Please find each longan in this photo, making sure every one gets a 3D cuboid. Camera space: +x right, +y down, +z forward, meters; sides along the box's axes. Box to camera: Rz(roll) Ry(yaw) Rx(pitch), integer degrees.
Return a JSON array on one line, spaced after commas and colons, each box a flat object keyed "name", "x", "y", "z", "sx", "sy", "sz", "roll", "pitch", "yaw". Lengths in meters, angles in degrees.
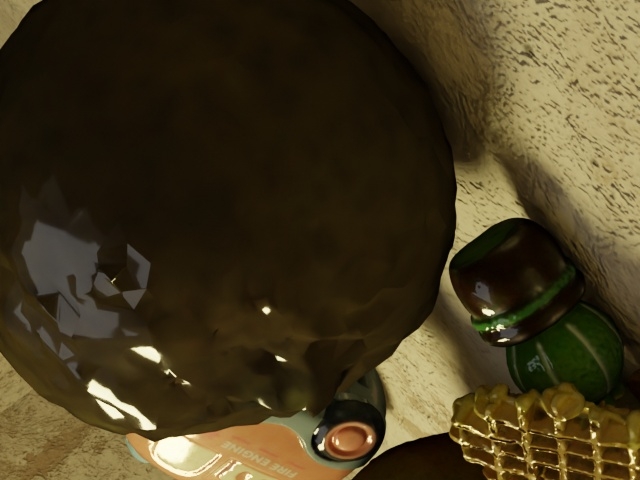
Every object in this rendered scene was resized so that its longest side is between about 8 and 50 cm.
[{"name": "longan", "x": -0.090, "y": -0.029, "z": 1.194, "sx": 0.391, "sy": 0.391, "sz": 0.391, "roll": 49, "pitch": 165, "yaw": 18}]

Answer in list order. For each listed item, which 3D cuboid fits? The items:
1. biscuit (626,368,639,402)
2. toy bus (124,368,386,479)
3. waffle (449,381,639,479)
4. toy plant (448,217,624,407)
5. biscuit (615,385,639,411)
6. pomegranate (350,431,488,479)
[{"name": "biscuit", "x": 0.308, "y": 0.172, "z": 1.120, "sx": 0.206, "sy": 0.025, "sz": 0.126, "roll": 52, "pitch": 166, "yaw": 1}, {"name": "toy bus", "x": -0.081, "y": 0.153, "z": 1.568, "sx": 0.288, "sy": 0.232, "sz": 0.194, "roll": 27, "pitch": -148, "yaw": -27}, {"name": "waffle", "x": 0.188, "y": 0.160, "z": 1.169, "sx": 0.191, "sy": 0.038, "sz": 0.191, "roll": 17, "pitch": 149, "yaw": 11}, {"name": "toy plant", "x": 0.171, "y": 0.065, "z": 1.177, "sx": 0.162, "sy": 0.093, "sz": 0.093, "roll": 53, "pitch": 166, "yaw": -10}, {"name": "biscuit", "x": 0.271, "y": 0.210, "z": 1.288, "sx": 0.188, "sy": 0.040, "sz": 0.265, "roll": 17, "pitch": 138, "yaw": 59}, {"name": "pomegranate", "x": 0.141, "y": 0.350, "z": 1.529, "sx": 0.291, "sy": 0.291, "sz": 0.323, "roll": 140, "pitch": 112, "yaw": -76}]
